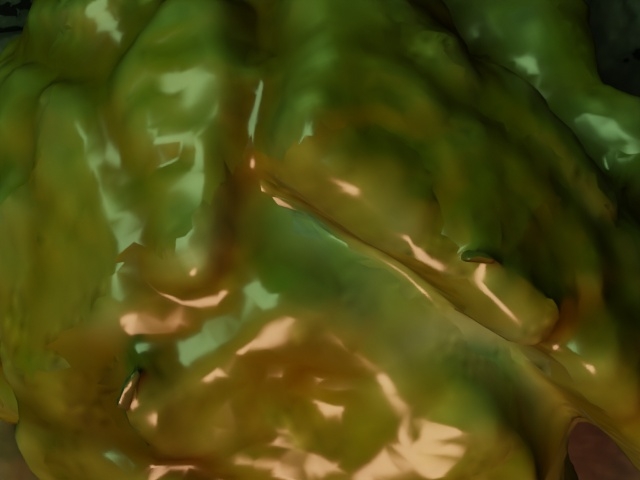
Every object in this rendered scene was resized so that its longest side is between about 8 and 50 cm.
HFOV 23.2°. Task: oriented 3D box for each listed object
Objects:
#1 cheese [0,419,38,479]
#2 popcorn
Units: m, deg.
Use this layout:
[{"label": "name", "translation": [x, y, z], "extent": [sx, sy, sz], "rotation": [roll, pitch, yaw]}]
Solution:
[{"label": "cheese", "translation": [-0.257, 0.129, 0.832], "extent": [0.326, 0.115, 0.318], "rotation": [32, 104, 32]}, {"label": "popcorn", "translation": [-0.003, 0.001, 0.569], "extent": [0.282, 0.282, 0.247], "rotation": [-33, 39, 28]}]
